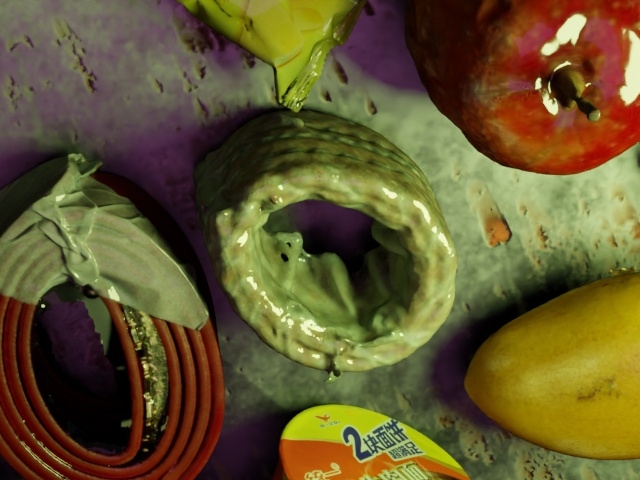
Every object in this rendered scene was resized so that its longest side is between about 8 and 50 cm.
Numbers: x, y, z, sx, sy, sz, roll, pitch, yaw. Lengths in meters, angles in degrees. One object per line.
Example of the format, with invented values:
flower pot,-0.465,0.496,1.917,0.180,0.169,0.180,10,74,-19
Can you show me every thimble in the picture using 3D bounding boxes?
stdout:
thimble,0.007,-0.001,1.516,0.196,0.148,0.229,-39,116,8

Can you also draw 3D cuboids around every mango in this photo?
mango,0.267,0.127,1.619,0.257,0.138,0.187,-18,134,14

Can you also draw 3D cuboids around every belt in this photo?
belt,-0.207,0.084,1.537,0.227,0.115,0.323,-17,115,-2

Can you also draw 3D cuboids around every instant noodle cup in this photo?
instant noodle cup,0.027,0.287,1.626,0.213,0.213,0.174,17,118,-16

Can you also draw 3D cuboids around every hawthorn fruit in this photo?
hawthorn fruit,0.191,-0.153,1.408,0.242,0.271,0.241,-3,124,-5

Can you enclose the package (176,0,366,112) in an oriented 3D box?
package,-0.052,-0.228,1.434,0.226,0.090,0.168,34,103,-18
